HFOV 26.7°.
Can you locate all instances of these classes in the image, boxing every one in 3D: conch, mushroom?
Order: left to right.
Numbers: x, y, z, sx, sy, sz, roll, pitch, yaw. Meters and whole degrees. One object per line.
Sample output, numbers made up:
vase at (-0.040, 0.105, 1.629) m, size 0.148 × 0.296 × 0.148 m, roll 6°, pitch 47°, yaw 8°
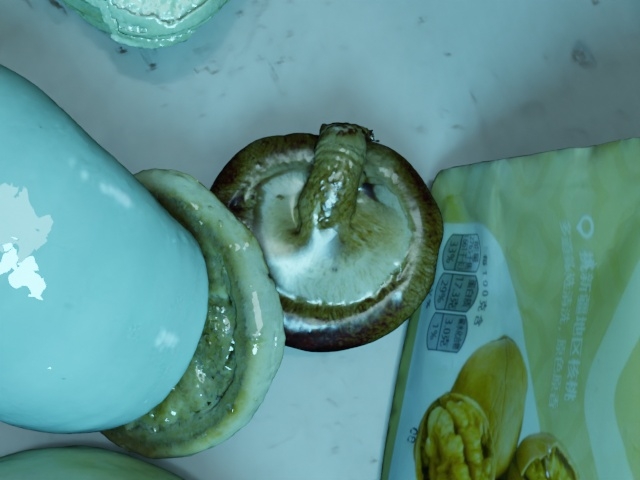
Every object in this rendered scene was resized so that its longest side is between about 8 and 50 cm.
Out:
conch at (-0.166, 0.010, 0.657) m, size 0.221 × 0.185 × 0.121 m, roll 29°, pitch 43°, yaw 15°
mushroom at (0.000, 0.000, 0.705) m, size 0.127 × 0.087 × 0.127 m, roll 1°, pitch 80°, yaw -4°

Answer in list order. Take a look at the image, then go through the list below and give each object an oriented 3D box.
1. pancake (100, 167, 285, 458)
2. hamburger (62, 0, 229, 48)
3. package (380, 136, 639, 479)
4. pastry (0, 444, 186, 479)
pancake at (-0.087, 0.039, 0.689) m, size 0.151 × 0.025 × 0.151 m, roll 5°, pitch 100°, yaw 29°
hamburger at (-0.097, -0.176, 0.727) m, size 0.133 × 0.062 × 0.140 m, roll -43°, pitch 92°, yaw -8°
package at (0.148, 0.120, 0.672) m, size 0.165 × 0.221 × 0.311 m, roll 12°, pitch 82°, yaw -26°
pastry at (-0.130, 0.226, 0.645) m, size 0.265 × 0.133 × 0.265 m, roll 0°, pitch 88°, yaw -8°
